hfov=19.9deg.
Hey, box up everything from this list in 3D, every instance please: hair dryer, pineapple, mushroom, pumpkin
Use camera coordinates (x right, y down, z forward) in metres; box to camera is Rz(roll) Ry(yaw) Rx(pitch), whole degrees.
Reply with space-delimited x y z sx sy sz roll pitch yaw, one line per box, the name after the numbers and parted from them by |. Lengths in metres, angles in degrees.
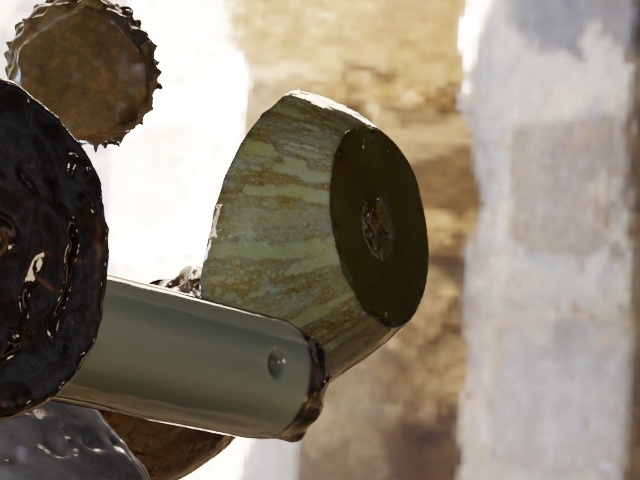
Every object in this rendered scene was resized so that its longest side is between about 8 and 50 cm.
-0.114 0.039 0.766 0.203 0.128 0.362 -12 161 37 | hair dryer
-0.175 -0.123 1.336 0.111 0.119 0.237 29 -177 -9 | pineapple
-0.181 0.117 1.698 0.263 0.195 0.283 -31 -135 -22 | mushroom
0.013 0.008 1.209 0.110 0.217 0.217 5 178 33 | pumpkin

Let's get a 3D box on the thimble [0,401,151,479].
-0.222 0.169 1.106 0.217 0.157 0.245 -27 154 -20 | thimble
